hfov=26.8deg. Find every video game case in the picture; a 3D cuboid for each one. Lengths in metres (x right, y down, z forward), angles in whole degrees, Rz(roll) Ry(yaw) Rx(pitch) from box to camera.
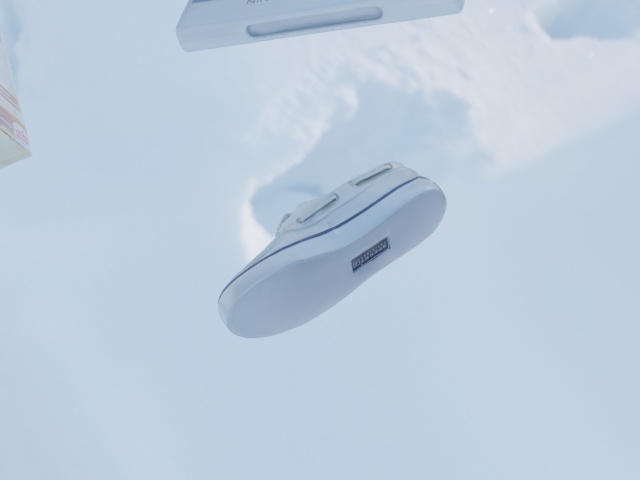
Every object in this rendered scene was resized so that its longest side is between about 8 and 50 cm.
[{"bbox_3d":[0.016,-0.200,0.876,0.201,0.183,0.023,-74,151,-44],"label":"video game case"}]

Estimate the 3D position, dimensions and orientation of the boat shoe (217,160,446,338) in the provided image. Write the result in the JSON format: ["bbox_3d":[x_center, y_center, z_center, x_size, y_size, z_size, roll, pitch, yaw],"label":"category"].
[{"bbox_3d":[0.000,0.000,1.345,0.267,0.096,0.088,-34,51,-18],"label":"boat shoe"}]

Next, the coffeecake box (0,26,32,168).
[{"bbox_3d":[-0.335,-0.134,1.119,0.068,0.142,0.186,50,20,-67],"label":"coffeecake box"}]
